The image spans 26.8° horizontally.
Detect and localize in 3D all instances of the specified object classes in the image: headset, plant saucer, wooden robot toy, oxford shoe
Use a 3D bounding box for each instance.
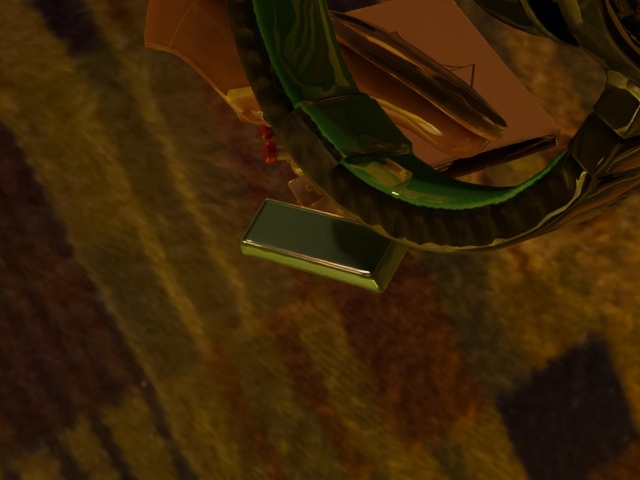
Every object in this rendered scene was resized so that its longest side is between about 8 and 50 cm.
[{"bbox_3d":[0.096,-0.175,0.495,0.185,0.243,0.394,-17,147,-38],"label":"headset"},{"bbox_3d":[0.000,0.000,1.311,0.018,0.192,0.067,47,66,-45],"label":"plant saucer"},{"bbox_3d":[-0.021,-0.092,1.283,0.076,0.079,0.173,-4,63,-8],"label":"wooden robot toy"},{"bbox_3d":[-0.002,-0.084,0.685,0.076,0.212,0.076,4,112,-61],"label":"oxford shoe"}]

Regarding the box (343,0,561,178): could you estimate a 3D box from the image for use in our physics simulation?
[{"bbox_3d":[0.061,-0.114,1.015,0.164,0.201,0.021,-18,135,-12],"label":"box"}]
